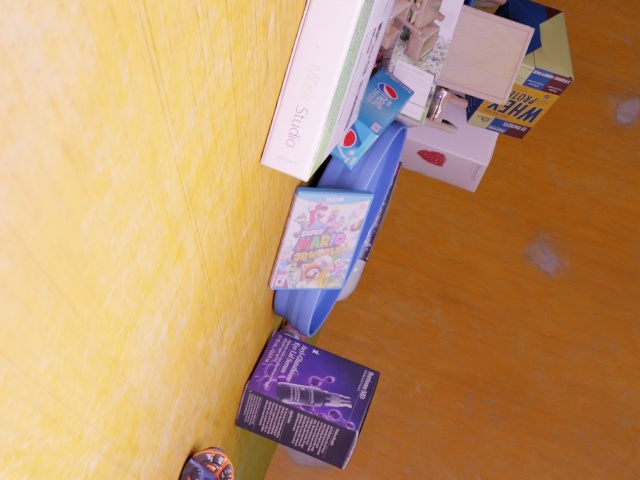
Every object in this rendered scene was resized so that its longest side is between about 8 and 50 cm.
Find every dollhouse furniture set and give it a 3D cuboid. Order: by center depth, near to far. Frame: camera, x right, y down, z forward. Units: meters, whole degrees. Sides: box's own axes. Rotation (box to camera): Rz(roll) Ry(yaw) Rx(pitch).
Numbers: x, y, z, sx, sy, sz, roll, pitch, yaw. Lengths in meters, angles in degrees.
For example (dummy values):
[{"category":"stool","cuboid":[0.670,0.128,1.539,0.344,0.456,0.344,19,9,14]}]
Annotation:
[{"category":"dollhouse furniture set","cuboid":[0.100,-0.334,1.417,0.161,0.101,0.182,-39,163,-26]},{"category":"dollhouse furniture set","cuboid":[0.224,-0.421,1.948,0.394,0.256,0.362,-118,-135,-67]}]

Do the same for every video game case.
[{"category":"video game case","cuboid":[0.000,0.000,1.365,0.015,0.119,0.166,57,-42,49]}]

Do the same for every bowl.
[{"category":"bowl","cuboid":[0.032,-0.028,1.597,0.391,0.077,0.391,25,90,-83]}]

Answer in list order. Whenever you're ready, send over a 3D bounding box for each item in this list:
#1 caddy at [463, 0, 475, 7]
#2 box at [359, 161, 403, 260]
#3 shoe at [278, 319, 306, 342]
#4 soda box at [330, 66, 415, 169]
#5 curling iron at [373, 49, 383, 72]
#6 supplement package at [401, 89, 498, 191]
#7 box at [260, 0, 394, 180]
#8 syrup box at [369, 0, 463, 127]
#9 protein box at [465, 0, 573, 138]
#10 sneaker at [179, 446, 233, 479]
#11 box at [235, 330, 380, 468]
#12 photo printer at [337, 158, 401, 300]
[{"category":"caddy","cuboid":[0.306,-0.513,2.316,0.341,0.179,0.241,13,97,-86]},{"category":"box","cuboid":[0.074,-0.073,1.868,0.036,0.114,0.207,69,42,-84]},{"category":"shoe","cuboid":[-0.061,0.223,1.852,0.081,0.063,0.178,-56,162,-51]},{"category":"soda box","cuboid":[0.069,-0.183,1.397,0.071,0.067,0.210,-51,180,32]},{"category":"curling iron","cuboid":[0.066,-0.261,1.444,0.274,0.035,0.068,-51,160,-77]},{"category":"supplement package","cuboid":[0.278,-0.267,2.314,0.177,0.293,0.175,95,15,-71]},{"category":"box","cuboid":[0.026,-0.216,1.053,0.322,0.058,0.232,-62,171,-69]},{"category":"syrup box","cuboid":[0.150,-0.317,1.605,0.096,0.093,0.236,7,-101,68]},{"category":"protein box","cuboid":[0.406,-0.361,1.991,0.201,0.136,0.199,125,-26,-52]},{"category":"sneaker","cuboid":[-0.159,0.367,1.233,0.087,0.083,0.221,-79,-170,-84]},{"category":"box","cuboid":[-0.020,0.272,1.640,0.153,0.207,0.108,-65,173,-51]},{"category":"photo printer","cuboid":[0.073,-0.035,2.057,0.307,0.107,0.256,-65,173,-45]}]
